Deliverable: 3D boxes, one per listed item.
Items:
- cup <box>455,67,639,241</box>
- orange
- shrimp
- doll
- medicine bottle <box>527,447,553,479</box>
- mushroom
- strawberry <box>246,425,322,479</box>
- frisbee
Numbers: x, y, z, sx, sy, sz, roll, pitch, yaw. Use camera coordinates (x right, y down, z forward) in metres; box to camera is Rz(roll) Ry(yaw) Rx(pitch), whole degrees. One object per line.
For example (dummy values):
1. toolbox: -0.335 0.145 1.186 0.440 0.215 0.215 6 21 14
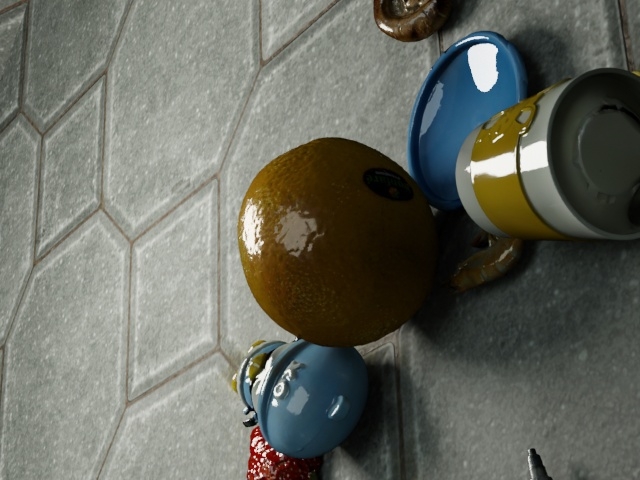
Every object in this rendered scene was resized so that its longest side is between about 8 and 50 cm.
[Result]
1. cup: 0.287 -0.102 1.598 0.241 0.185 0.226 -48 16 -24
2. orange: 0.022 0.003 1.853 0.274 0.274 0.274 -30 52 49
3. shrimp: 0.200 0.014 1.779 0.162 0.045 0.095 -33 50 50
4. doll: -0.033 0.207 1.977 0.177 0.141 0.314 -60 25 -9
5. medicine bottle: 0.253 0.315 1.550 0.057 0.058 0.199 -46 42 39
6. mushroom: 0.145 -0.348 1.994 0.170 0.080 0.135 -10 81 56
7. strawberry: -0.064 0.319 2.051 0.146 0.082 0.187 -56 31 15
8. frisbee: 0.197 -0.153 1.854 0.242 0.045 0.242 -29 55 52
